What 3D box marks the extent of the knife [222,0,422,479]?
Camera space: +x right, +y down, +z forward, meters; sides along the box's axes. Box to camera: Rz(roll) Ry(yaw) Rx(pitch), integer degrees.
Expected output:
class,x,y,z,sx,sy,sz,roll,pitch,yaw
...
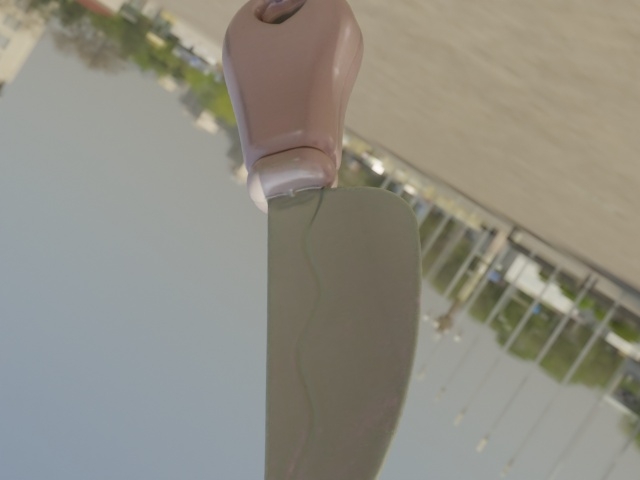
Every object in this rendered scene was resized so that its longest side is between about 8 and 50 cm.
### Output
class,x,y,z,sx,sy,sz,roll,pitch,yaw
knife,0.003,-0.001,0.576,0.043,0.081,0.336,64,-166,-45
